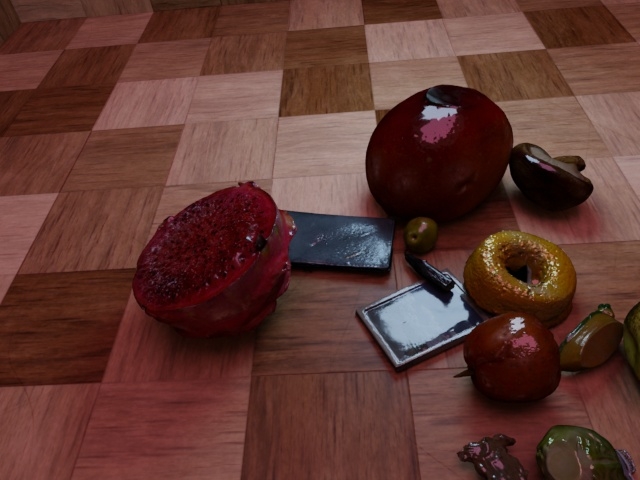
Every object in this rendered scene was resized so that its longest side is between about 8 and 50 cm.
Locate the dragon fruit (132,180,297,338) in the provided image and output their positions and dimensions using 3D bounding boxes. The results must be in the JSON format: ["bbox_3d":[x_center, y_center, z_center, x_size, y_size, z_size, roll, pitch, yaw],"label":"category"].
[{"bbox_3d":[-0.213,0.065,1.204,0.370,0.249,0.386,7,52,36],"label":"dragon fruit"}]

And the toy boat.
[{"bbox_3d":[0.554,0.204,1.108,0.229,0.089,0.088,-31,11,-21],"label":"toy boat"}]

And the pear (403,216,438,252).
[{"bbox_3d":[0.253,-0.016,1.346,0.092,0.092,0.097,30,14,30],"label":"pear"}]

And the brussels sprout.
[{"bbox_3d":[0.439,0.377,0.903,0.117,0.155,0.155,-46,47,14],"label":"brussels sprout"}]

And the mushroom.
[{"bbox_3d":[0.583,-0.162,1.394,0.194,0.138,0.231,-4,37,-23],"label":"mushroom"}]

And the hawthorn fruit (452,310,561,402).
[{"bbox_3d":[0.352,0.231,1.033,0.200,0.179,0.179,-15,46,4],"label":"hawthorn fruit"}]

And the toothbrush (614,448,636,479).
[{"bbox_3d":[0.566,0.478,0.870,0.026,0.024,0.288,-2,43,-15],"label":"toothbrush"}]

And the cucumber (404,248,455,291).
[{"bbox_3d":[0.250,0.066,1.273,0.043,0.039,0.163,-16,40,-39],"label":"cucumber"}]

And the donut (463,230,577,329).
[{"bbox_3d":[0.454,0.084,1.211,0.253,0.118,0.254,6,48,-7],"label":"donut"}]

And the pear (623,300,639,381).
[{"bbox_3d":[0.682,0.194,1.005,0.197,0.197,0.197,-3,46,3],"label":"pear"}]

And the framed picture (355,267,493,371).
[{"bbox_3d":[0.233,0.174,1.207,0.259,0.023,0.189,-22,45,-13],"label":"framed picture"}]

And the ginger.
[{"bbox_3d":[0.339,0.456,0.874,0.122,0.084,0.290,-14,46,-16],"label":"ginger"}]

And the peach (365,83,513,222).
[{"bbox_3d":[0.313,-0.244,1.406,0.405,0.310,0.335,-20,50,-13],"label":"peach"}]

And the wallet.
[{"bbox_3d":[0.000,0.000,1.384,0.378,0.046,0.191,5,48,10],"label":"wallet"}]
